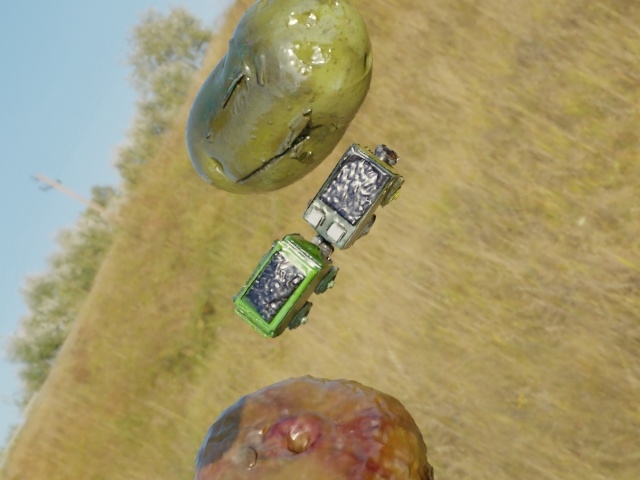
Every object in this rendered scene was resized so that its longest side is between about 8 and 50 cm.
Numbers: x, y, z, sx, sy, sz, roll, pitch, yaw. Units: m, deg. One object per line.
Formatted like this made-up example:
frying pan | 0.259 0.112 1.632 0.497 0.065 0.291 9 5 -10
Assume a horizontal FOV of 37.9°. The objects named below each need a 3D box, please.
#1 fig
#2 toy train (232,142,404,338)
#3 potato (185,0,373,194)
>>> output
fig | 0.012 0.338 1.126 0.286 0.286 0.369 -63 -31 -33
toy train | 0.000 0.000 0.827 0.202 0.060 0.081 -54 -12 12
potato | -0.047 -0.149 0.972 0.248 0.143 0.169 -44 49 31
